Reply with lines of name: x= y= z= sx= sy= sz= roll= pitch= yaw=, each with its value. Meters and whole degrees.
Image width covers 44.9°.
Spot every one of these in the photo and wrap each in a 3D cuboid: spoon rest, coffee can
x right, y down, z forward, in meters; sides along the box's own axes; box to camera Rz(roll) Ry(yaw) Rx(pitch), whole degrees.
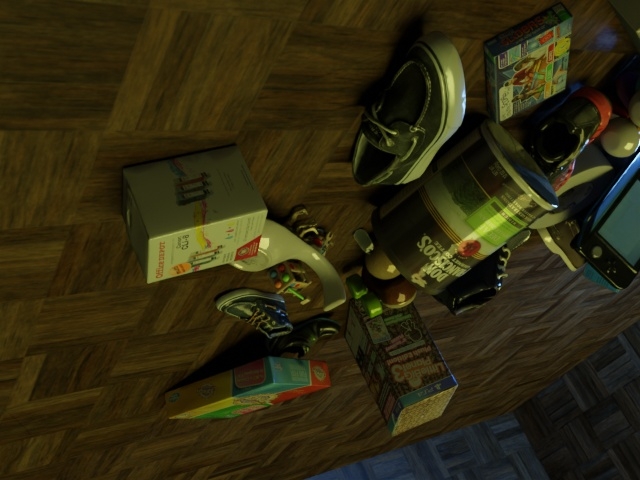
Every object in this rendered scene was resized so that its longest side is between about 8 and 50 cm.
spoon rest: x=-0.071 y=0.029 z=1.357 sx=0.276 sy=0.084 sz=0.137 roll=32 pitch=135 yaw=-31
coffee can: x=0.259 y=-0.059 z=1.413 sx=0.275 sy=0.201 sz=0.201 roll=-40 pitch=151 yaw=25

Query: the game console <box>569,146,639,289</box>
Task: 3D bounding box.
game console: x=0.712 y=-0.069 z=1.731 sx=0.293 sy=0.250 sz=0.173 roll=-50 pitch=-171 yaw=-10

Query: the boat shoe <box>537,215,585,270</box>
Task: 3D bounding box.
boat shoe: x=0.629 y=-0.009 z=1.949 sx=0.096 sy=0.117 sz=0.324 roll=-33 pitch=148 yaw=20

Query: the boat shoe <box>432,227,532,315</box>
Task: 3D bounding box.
boat shoe: x=0.380 y=0.056 z=1.748 sx=0.340 sy=0.158 sz=0.127 roll=-23 pitch=143 yaw=-21

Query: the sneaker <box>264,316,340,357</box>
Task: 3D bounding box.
sneaker: x=-0.038 y=0.234 z=1.817 sx=0.188 sy=0.078 sz=0.067 roll=-15 pitch=152 yaw=-24

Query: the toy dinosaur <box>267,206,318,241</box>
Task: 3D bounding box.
toy dinosaur: x=-0.056 y=-0.015 z=1.372 sx=0.092 sy=0.053 sz=0.183 roll=-29 pitch=154 yaw=7

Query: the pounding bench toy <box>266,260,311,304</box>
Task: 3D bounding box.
pounding bench toy: x=-0.057 y=0.085 z=1.518 sx=0.052 sy=0.083 sz=0.065 roll=-40 pitch=152 yaw=25

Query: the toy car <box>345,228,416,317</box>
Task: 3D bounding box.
toy car: x=0.129 y=0.035 z=1.600 sx=0.155 sy=0.149 sz=0.188 roll=-25 pitch=126 yaw=-11

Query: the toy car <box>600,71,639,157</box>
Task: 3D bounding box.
toy car: x=0.596 y=-0.250 z=1.446 sx=0.159 sy=0.136 sz=0.182 roll=-18 pitch=156 yaw=-33

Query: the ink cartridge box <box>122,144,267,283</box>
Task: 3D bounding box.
ink cartridge box: x=-0.187 y=-0.038 z=1.124 sx=0.176 sy=0.127 sz=0.128 roll=-14 pitch=152 yaw=-21

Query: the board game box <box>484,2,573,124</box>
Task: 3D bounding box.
board game box: x=0.337 y=-0.282 z=1.264 sx=0.136 sy=0.035 sz=0.201 roll=-27 pitch=154 yaw=1

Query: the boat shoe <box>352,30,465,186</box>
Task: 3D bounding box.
boat shoe: x=0.122 y=-0.171 z=1.170 sx=0.119 sy=0.121 sz=0.335 roll=-23 pitch=156 yaw=-18

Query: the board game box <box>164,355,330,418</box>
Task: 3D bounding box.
board game box: x=-0.172 y=0.355 z=1.848 sx=0.316 sy=0.064 sz=0.242 roll=-23 pitch=158 yaw=28

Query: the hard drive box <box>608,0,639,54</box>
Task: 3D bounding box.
hard drive box: x=0.590 y=-0.380 z=1.254 sx=0.181 sy=0.089 sz=0.232 roll=-38 pitch=152 yaw=21

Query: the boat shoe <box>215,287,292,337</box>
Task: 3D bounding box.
boat shoe: x=-0.128 y=0.150 z=1.573 sx=0.065 sy=0.083 sz=0.183 roll=-42 pitch=150 yaw=28

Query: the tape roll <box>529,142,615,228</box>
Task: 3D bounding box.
tape roll: x=0.529 y=-0.118 z=1.700 sx=0.219 sy=0.072 sz=0.219 roll=-22 pitch=153 yaw=-12

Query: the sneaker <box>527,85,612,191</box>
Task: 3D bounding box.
sneaker: x=0.439 y=-0.166 z=1.473 sx=0.135 sy=0.097 sz=0.276 roll=-33 pitch=159 yaw=-33

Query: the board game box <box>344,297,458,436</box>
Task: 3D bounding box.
board game box: x=0.185 y=0.288 z=1.881 sx=0.141 sy=0.291 sz=0.232 roll=-20 pitch=154 yaw=-13

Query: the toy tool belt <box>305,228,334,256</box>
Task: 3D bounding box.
toy tool belt: x=0.000 y=0.000 z=1.469 sx=0.051 sy=0.052 sz=0.083 roll=-56 pitch=172 yaw=-29

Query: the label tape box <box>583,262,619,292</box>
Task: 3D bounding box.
label tape box: x=0.806 y=-0.061 z=1.981 sx=0.334 sy=0.106 sz=0.241 roll=-55 pitch=157 yaw=-14
